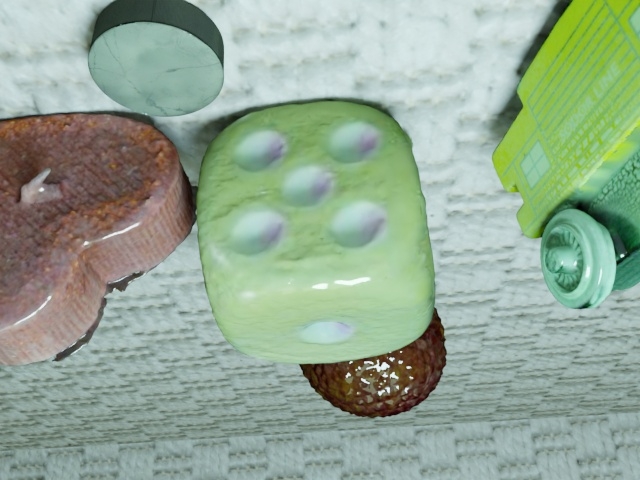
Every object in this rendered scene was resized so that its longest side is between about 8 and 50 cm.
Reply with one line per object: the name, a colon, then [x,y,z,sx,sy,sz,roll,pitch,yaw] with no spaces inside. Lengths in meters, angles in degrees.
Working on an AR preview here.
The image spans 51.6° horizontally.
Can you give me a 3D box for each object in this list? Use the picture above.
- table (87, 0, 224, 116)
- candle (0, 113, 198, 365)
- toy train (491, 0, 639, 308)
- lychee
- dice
table: [-0.165,-0.186,0.677,0.134,0.043,0.133,-2,151,-1]
candle: [-0.317,-0.040,0.750,0.317,0.287,0.131,-41,154,-19]
toy train: [0.317,-0.111,0.617,0.179,0.272,0.442,-7,154,-15]
lychee: [0.083,0.170,1.126,0.261,0.260,0.260,-2,151,-1]
dice: [0.000,0.000,0.811,0.255,0.249,0.252,-5,151,4]
